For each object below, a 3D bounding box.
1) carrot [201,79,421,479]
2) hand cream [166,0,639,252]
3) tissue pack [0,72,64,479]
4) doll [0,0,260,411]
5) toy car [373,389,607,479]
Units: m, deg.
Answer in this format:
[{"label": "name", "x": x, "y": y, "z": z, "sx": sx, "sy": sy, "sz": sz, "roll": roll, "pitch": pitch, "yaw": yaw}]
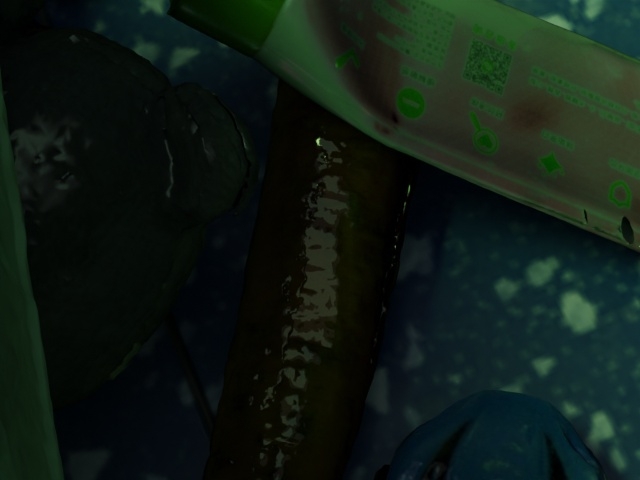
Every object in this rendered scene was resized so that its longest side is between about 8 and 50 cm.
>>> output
[{"label": "carrot", "x": 0.000, "y": 0.000, "z": 0.717, "sx": 0.070, "sy": 0.070, "sz": 0.260, "roll": 9, "pitch": 70, "yaw": 9}, {"label": "hand cream", "x": 0.074, "y": -0.062, "z": 0.703, "sx": 0.275, "sy": 0.050, "sz": 0.079, "roll": 22, "pitch": 95, "yaw": -15}, {"label": "tissue pack", "x": -0.296, "y": 0.017, "z": 0.516, "sx": 0.405, "sy": 0.205, "sz": 0.331, "roll": -13, "pitch": 73, "yaw": 4}, {"label": "doll", "x": -0.158, "y": -0.081, "z": 0.715, "sx": 0.246, "sy": 0.158, "sz": 0.340, "roll": -44, "pitch": 66, "yaw": 25}, {"label": "toy car", "x": 0.055, "y": 0.158, "z": 0.651, "sx": 0.103, "sy": 0.063, "sz": 0.216, "roll": 10, "pitch": 70, "yaw": 10}]
